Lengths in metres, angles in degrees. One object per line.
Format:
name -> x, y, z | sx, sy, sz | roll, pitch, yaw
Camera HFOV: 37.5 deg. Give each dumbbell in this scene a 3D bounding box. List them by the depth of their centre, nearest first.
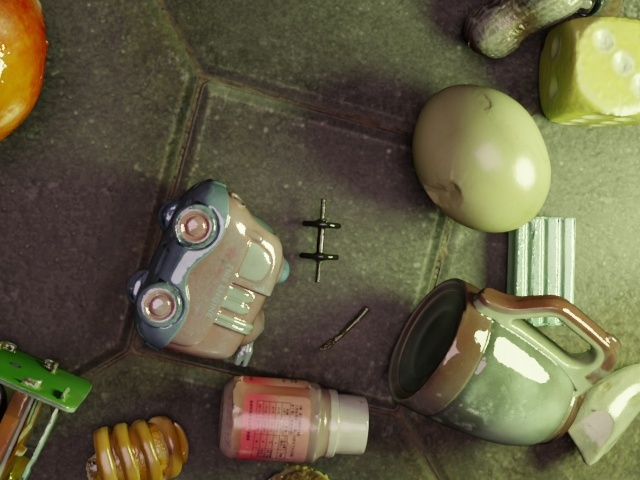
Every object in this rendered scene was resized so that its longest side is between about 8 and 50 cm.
dumbbell -> 0.000, 0.000, 1.645 | 0.069, 0.069, 0.147 | 4, 90, -8

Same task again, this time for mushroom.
mushroom -> 0.555, 0.290, 1.713 | 0.270, 0.103, 0.118 | -31, 95, -12

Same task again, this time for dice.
dice -> 0.488, -0.292, 1.656 | 0.166, 0.169, 0.170 | 2, 91, -7

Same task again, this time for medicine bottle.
medicine bottle -> -0.047, 0.307, 1.607 | 0.247, 0.147, 0.147 | 6, 90, -8

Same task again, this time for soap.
soap -> 0.397, 0.056, 1.703 | 0.114, 0.063, 0.199 | 2, 91, -6

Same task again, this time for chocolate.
chocolate -> 0.358, -0.402, 1.633 | 0.248, 0.110, 0.110 | -34, 96, 27

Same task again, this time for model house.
model house -> -0.568, 0.326, 1.441 | 0.300, 0.340, 0.324 | 24, 92, -6

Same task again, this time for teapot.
teapot -> 0.325, 0.207, 1.595 | 0.312, 0.233, 0.315 | 28, 126, -15

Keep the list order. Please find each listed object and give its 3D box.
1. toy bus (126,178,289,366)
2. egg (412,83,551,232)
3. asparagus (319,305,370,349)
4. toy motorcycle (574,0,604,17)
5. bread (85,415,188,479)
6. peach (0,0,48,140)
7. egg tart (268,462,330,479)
toy bus -> -0.177, 0.060, 1.569 | 0.231, 0.197, 0.294 | 25, 87, -17
egg -> 0.272, -0.138, 1.605 | 0.219, 0.219, 0.269 | -44, 95, -5
asparagus -> 0.044, 0.159, 1.681 | 0.114, 0.014, 0.015 | -43, 95, -5
toy motorcycle -> 0.492, -0.505, 1.661 | 0.150, 0.102, 0.221 | 31, 124, -15
bread -> -0.312, 0.364, 1.603 | 0.177, 0.084, 0.119 | -13, 93, -11
peach -> -0.599, -0.296, 1.424 | 0.388, 0.388, 0.388 | 0, 91, -8
egg tart -> -0.039, 0.509, 1.606 | 0.098, 0.231, 0.252 | 38, 47, -40
